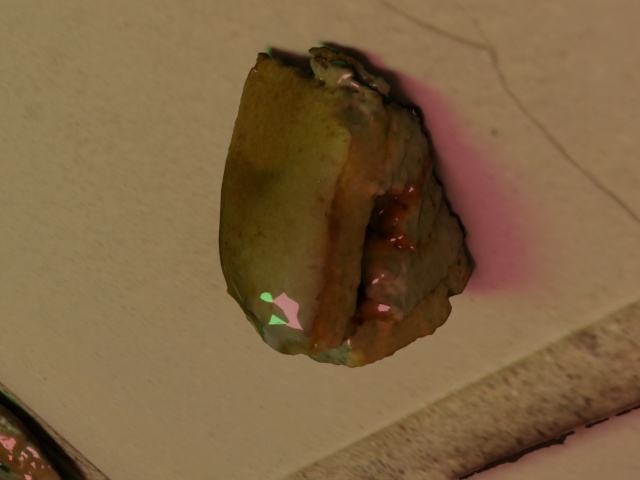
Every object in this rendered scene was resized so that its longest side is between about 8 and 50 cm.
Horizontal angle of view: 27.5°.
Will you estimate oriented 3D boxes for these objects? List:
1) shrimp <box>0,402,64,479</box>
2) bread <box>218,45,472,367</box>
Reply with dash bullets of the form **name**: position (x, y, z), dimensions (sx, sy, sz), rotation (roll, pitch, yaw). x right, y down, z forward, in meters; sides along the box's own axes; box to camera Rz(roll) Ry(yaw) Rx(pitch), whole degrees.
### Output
- **shrimp**: position (-0.293, 0.264, 1.318), dimensions (0.168, 0.077, 0.317), rotation (-12, 119, 50)
- **bread**: position (-0.004, -0.003, 0.634), dimensions (0.103, 0.110, 0.156), rotation (8, 135, 50)
